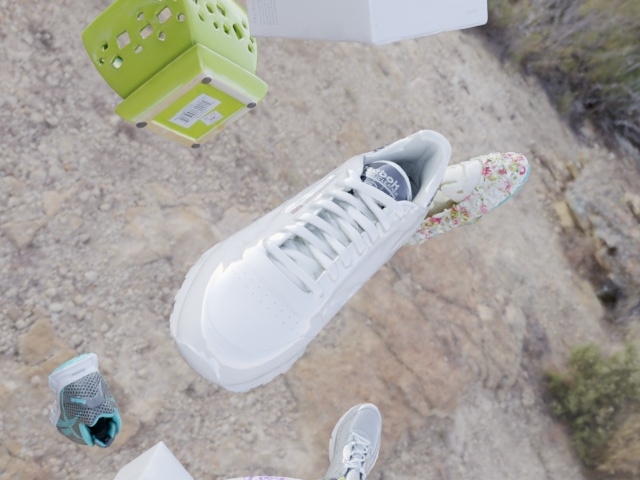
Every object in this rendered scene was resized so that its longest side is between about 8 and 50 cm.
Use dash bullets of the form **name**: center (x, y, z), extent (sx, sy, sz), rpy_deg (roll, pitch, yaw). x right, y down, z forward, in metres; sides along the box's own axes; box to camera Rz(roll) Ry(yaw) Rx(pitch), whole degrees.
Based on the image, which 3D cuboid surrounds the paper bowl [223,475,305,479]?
- **paper bowl**: center (-0.035, 0.336, 0.661), extent (0.285, 0.148, 0.284), rpy_deg (10, 19, -4)

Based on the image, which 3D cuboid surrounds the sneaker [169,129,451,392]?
- **sneaker**: center (0.000, 0.000, 0.506), extent (0.090, 0.095, 0.235), rpy_deg (46, 45, 0)

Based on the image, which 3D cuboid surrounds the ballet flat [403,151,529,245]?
- **ballet flat**: center (0.169, -0.057, 1.106), extent (0.077, 0.241, 0.091), rpy_deg (26, 51, -28)

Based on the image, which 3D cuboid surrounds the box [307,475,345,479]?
- **box**: center (-0.040, 0.427, 1.336), extent (0.054, 0.169, 0.059), rpy_deg (5, 73, -64)

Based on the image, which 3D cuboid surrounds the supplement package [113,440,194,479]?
- **supplement package**: center (-0.308, 0.454, 1.428), extent (0.105, 0.105, 0.179), rpy_deg (52, 11, -8)

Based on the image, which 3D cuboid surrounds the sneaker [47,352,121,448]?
- **sneaker**: center (-0.235, 0.184, 0.829), extent (0.065, 0.166, 0.076), rpy_deg (-28, 65, -23)

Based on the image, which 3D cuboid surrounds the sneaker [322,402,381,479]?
- **sneaker**: center (0.057, 0.414, 1.470), extent (0.099, 0.121, 0.262), rpy_deg (28, 66, -8)

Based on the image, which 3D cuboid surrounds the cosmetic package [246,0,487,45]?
- **cosmetic package**: center (0.027, -0.306, 0.756), extent (0.138, 0.225, 0.223), rpy_deg (-18, 113, -29)

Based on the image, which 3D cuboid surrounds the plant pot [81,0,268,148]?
- **plant pot**: center (-0.238, -0.300, 1.404), extent (0.227, 0.228, 0.207), rpy_deg (20, 44, -57)
